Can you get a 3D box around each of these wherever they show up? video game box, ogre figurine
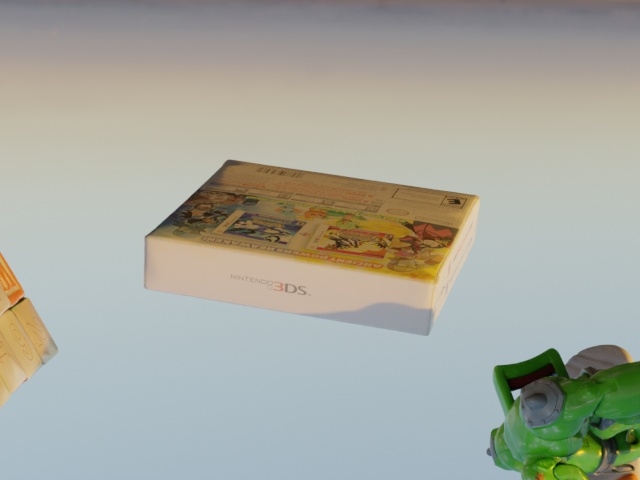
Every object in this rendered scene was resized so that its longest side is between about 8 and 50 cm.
[{"bbox_3d":[0.000,0.000,1.120,0.205,0.048,0.187,9,-160,13],"label":"video game box"},{"bbox_3d":[0.173,0.115,0.994,0.118,0.097,0.197,-6,178,-6],"label":"ogre figurine"}]

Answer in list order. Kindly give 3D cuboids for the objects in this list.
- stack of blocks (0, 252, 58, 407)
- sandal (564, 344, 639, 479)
[{"bbox_3d":[-0.274,0.098,0.891,0.171,0.087,0.297,-29,-174,7],"label":"stack of blocks"},{"bbox_3d":[0.230,0.211,1.242,0.102,0.265,0.076,-11,142,36],"label":"sandal"}]
